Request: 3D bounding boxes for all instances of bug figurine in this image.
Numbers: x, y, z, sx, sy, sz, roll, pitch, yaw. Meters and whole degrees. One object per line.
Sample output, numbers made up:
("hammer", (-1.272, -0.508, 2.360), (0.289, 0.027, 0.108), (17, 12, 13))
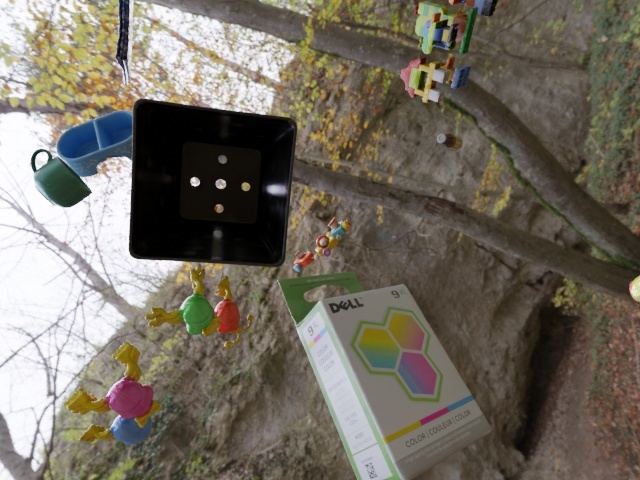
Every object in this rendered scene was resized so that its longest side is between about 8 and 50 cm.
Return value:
("bug figurine", (-0.194, 0.160, 0.533), (0.279, 0.072, 0.216), (-51, -12, -24))

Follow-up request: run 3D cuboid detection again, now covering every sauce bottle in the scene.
("sauce bottle", (0.370, -0.287, 1.157), (0.128, 0.042, 0.042), (-4, -61, -52))

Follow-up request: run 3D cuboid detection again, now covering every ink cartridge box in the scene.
("ink cartridge box", (0.050, 0.103, 0.380), (0.109, 0.209, 0.062), (-5, -35, -35))

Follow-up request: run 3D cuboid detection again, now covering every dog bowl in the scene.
("dog bowl", (-0.690, -0.316, 1.283), (0.298, 0.165, 0.074), (-22, -23, -5))

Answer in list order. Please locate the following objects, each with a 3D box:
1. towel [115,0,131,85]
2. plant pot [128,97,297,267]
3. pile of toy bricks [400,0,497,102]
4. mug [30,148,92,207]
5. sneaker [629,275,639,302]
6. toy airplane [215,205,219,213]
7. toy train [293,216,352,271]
("towel", (-0.532, -0.621, 1.089), (0.040, 0.243, 0.335), (2, -85, -23))
("plant pot", (-0.145, -0.076, 0.562), (0.188, 0.167, 0.187), (4, -82, -13))
("pile of toy bricks", (0.187, -0.338, 0.625), (0.118, 0.105, 0.212), (-30, -38, -31))
("mug", (-0.736, -0.164, 1.127), (0.097, 0.158, 0.129), (-43, -13, -14))
("sneaker", (0.419, 0.096, 0.421), (0.081, 0.208, 0.094), (-40, -2, -38))
("toy airplane", (-0.225, -0.057, 0.871), (0.151, 0.151, 0.028), (-8, -69, -56))
("toy train", (0.000, 0.000, 0.950), (0.046, 0.125, 0.166), (50, -119, -14))
